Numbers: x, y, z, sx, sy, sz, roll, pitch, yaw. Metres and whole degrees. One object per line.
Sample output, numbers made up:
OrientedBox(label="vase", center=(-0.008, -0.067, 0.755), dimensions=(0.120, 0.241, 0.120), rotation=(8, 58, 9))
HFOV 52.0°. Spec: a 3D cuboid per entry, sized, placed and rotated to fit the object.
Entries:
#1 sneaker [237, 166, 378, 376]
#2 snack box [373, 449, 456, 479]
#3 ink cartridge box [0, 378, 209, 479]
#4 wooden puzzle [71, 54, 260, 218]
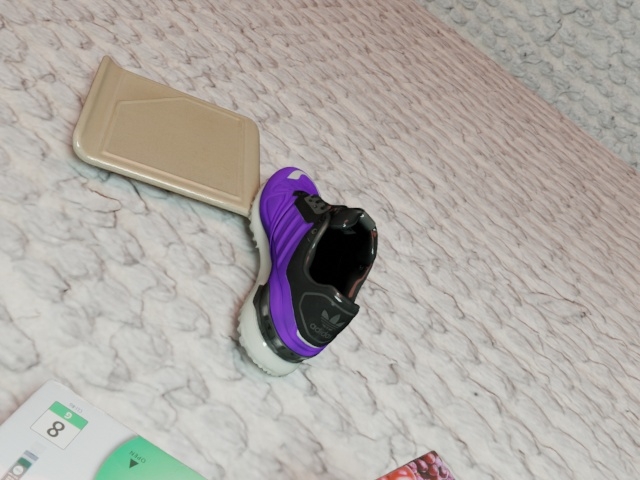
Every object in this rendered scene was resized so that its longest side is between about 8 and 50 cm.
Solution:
OrientedBox(label="sneaker", center=(0.001, 0.001, 0.718), dimensions=(0.102, 0.146, 0.293), rotation=(35, 33, -29))
OrientedBox(label="snack box", center=(0.073, 0.276, 0.429), dimensions=(0.070, 0.174, 0.207), rotation=(-9, 53, -41))
OrientedBox(label="ink cartridge box", center=(-0.173, 0.216, 0.414), dimensions=(0.181, 0.056, 0.224), rotation=(33, 33, 1))
OrientedBox(label="wooden puzzle", center=(-0.184, -0.126, 0.842), dimensions=(0.239, 0.044, 0.221), rotation=(23, 35, -23))
